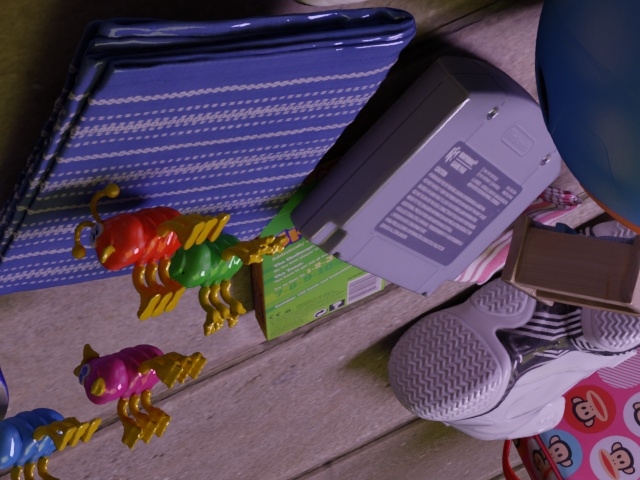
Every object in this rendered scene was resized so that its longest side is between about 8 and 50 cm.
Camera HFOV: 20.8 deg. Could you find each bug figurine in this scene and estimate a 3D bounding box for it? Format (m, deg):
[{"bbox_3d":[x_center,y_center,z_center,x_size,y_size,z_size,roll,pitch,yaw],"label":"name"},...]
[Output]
[{"bbox_3d":[-0.145,0.068,1.276,0.279,0.072,0.216,-56,158,21],"label":"bug figurine"}]

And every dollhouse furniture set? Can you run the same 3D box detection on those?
[{"bbox_3d":[0.272,-0.027,1.651,0.129,0.184,0.129,11,172,27],"label":"dollhouse furniture set"}]

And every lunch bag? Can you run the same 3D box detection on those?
[{"bbox_3d":[0.341,0.244,2.063,0.258,0.293,0.120,-19,154,-12],"label":"lunch bag"}]

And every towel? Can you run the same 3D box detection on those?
[{"bbox_3d":[0.157,-0.003,1.682,0.144,0.029,0.197,-40,154,27],"label":"towel"},{"bbox_3d":[-0.100,-0.061,1.221,0.243,0.040,0.336,-9,157,-30],"label":"towel"}]

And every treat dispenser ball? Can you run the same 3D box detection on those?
[{"bbox_3d":[0.298,-0.131,1.246,0.288,0.288,0.288,-24,156,-11],"label":"treat dispenser ball"}]

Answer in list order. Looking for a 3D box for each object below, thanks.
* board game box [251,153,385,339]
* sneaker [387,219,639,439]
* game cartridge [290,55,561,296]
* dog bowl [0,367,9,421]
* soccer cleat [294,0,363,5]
[{"bbox_3d":[0.000,0.000,1.506,0.124,0.039,0.259,-24,158,-12],"label":"board game box"},{"bbox_3d":[0.259,0.103,1.890,0.365,0.137,0.210,-25,158,5],"label":"sneaker"},{"bbox_3d":[0.102,-0.051,1.435,0.196,0.060,0.294,-42,159,9],"label":"game cartridge"},{"bbox_3d":[-0.364,0.116,1.255,0.265,0.104,0.265,-24,157,-11],"label":"dog bowl"},{"bbox_3d":[0.067,-0.185,1.149,0.196,0.068,0.076,-24,136,-16],"label":"soccer cleat"}]
